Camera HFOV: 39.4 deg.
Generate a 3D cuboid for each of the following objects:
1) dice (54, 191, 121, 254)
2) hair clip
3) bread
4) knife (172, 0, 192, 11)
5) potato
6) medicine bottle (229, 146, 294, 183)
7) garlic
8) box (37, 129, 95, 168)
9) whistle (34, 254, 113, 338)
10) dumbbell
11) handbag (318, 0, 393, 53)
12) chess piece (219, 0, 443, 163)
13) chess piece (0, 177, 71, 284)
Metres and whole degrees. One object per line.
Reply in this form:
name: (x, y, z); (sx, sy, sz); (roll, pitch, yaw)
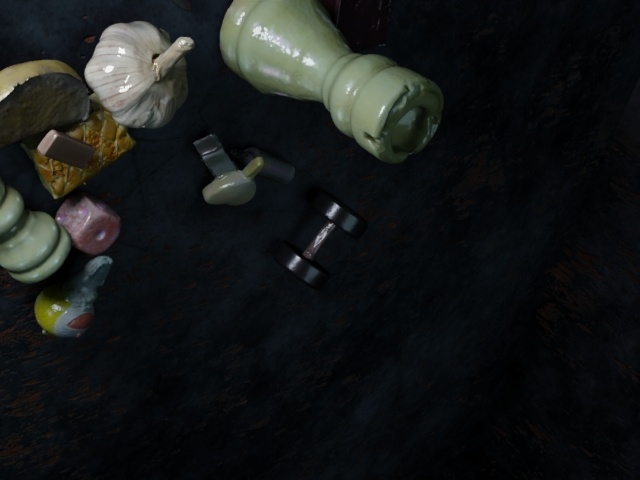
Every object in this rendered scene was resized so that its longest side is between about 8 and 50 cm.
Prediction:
dice: (-0.452, -0.033, 1.739); (0.094, 0.091, 0.093); (-54, 146, 1)
hair clip: (-0.192, -0.145, 1.935); (0.159, 0.071, 0.218); (-19, 148, 6)
bread: (-0.441, -0.178, 1.640); (0.188, 0.068, 0.125); (-38, 143, -19)
knife: (-0.302, -0.479, 1.575); (0.035, 0.018, 0.247); (-48, 143, 1)
potato: (-0.505, -0.234, 1.478); (0.243, 0.098, 0.138); (-32, 151, -36)
medicine bottle: (-0.137, -0.174, 2.002); (0.199, 0.057, 0.058); (17, 107, -55)
garlic: (-0.280, -0.305, 1.556); (0.199, 0.226, 0.199); (17, 67, -44)
box: (-0.441, -0.159, 1.555); (0.048, 0.025, 0.115); (-55, 158, 6)
whistle: (-0.487, 0.119, 1.790); (0.223, 0.123, 0.123); (-46, 148, 19)
dumbbell: (0.000, 0.000, 2.234); (0.218, 0.152, 0.152); (-54, 146, 3)
handbag: (0.079, -0.506, 1.917); (0.216, 0.074, 0.203); (-30, 138, -42)
chess piece: (0.020, -0.319, 1.710); (0.234, 0.442, 0.234); (-30, 141, -27)
chess piece: (-0.564, -0.038, 1.588); (0.133, 0.133, 0.243); (-44, 140, -10)
